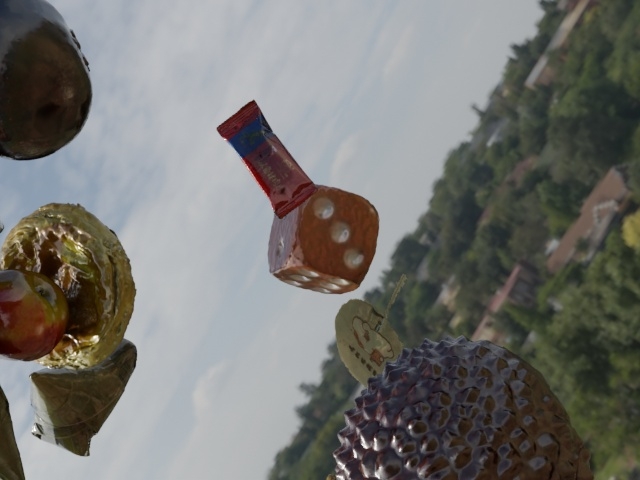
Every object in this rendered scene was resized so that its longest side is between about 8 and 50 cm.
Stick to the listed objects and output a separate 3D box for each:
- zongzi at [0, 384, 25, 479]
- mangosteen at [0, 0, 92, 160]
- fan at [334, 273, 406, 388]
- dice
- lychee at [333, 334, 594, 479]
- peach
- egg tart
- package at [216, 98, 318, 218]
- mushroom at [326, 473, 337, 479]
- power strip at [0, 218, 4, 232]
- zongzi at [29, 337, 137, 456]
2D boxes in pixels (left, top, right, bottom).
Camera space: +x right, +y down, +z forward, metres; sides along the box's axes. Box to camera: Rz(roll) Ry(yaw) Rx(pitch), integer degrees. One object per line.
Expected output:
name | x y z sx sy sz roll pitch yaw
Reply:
zongzi | -0.703 0.314 2.003 0.323 0.360 0.160 -2 26 45
mangosteen | -0.442 -0.211 1.412 0.262 0.235 0.235 -21 -15 -13
fan | 0.114 0.159 2.013 0.009 0.191 0.329 -33 18 37
dice | 0.000 0.000 2.041 0.175 0.174 0.179 162 123 -67
lychee | 0.161 0.268 1.249 0.330 0.306 0.306 -20 -33 -47
peach | -0.587 0.151 2.037 0.192 0.190 0.190 -42 3 27
egg tart | -0.495 0.093 2.129 0.352 0.352 0.150 -60 -23 15
package | -0.090 -0.135 1.747 0.083 0.200 0.022 -36 -17 3
mushroom | 0.027 0.433 1.300 0.026 0.028 0.286 143 123 -69
power strip | -0.652 -0.005 1.523 0.358 0.161 0.357 -23 12 5
zongzi | -0.517 0.275 2.302 0.317 0.154 0.289 94 -162 -52
